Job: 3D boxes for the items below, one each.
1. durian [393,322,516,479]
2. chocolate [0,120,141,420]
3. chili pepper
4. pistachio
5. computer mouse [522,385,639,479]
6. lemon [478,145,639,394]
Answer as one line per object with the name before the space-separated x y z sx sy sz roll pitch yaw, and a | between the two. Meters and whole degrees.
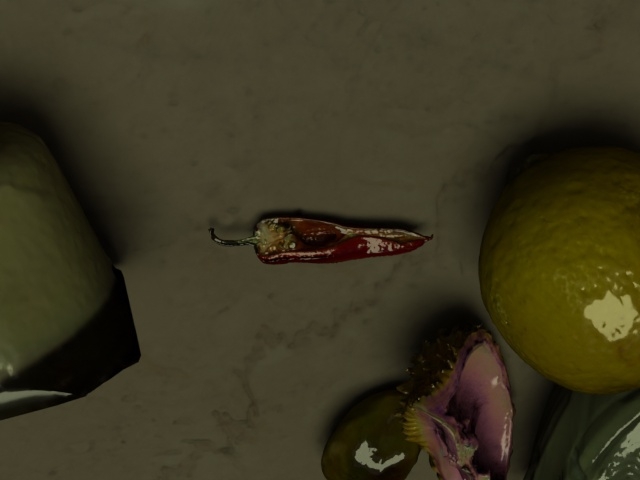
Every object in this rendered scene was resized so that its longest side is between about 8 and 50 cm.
durian | 0.174 0.228 1.560 0.112 0.191 0.341 -2 140 26
chocolate | -0.378 0.009 1.286 0.326 0.314 0.297 -11 115 -8
chili pepper | 0.000 0.000 1.455 0.268 0.059 0.050 -1 163 -6
pistachio | 0.067 0.275 1.616 0.110 0.100 0.189 28 120 -25
computer mouse | 0.359 0.233 1.535 0.145 0.228 0.429 28 118 -9
lemon | 0.311 0.035 1.359 0.293 0.293 0.293 -1 125 -2
